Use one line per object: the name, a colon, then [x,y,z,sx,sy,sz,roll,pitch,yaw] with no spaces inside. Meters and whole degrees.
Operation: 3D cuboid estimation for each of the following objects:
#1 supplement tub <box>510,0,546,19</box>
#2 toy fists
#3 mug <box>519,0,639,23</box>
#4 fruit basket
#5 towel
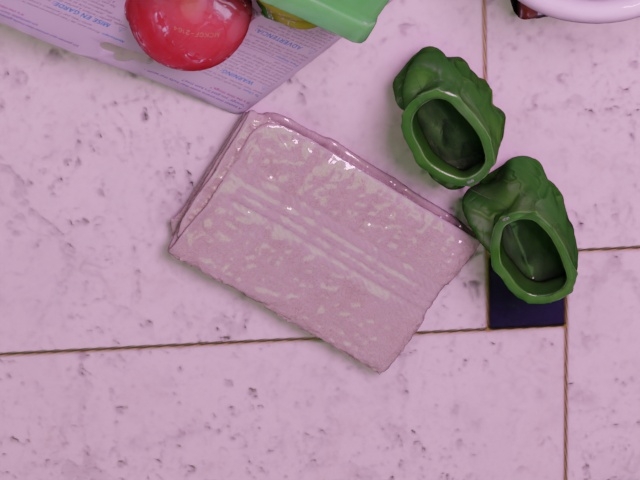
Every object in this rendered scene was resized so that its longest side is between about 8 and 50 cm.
supplement tub: [0.278,-0.279,1.735,0.198,0.106,0.106,-10,109,2]
toy fists: [0.165,-0.065,1.786,0.096,0.142,0.279,-30,107,23]
mug: [0.250,-0.381,1.601,0.328,0.276,0.374,2,97,6]
fruit basket: [-0.095,-0.253,1.626,0.327,0.165,0.353,19,149,-35]
towel: [0.000,0.000,1.849,0.282,0.049,0.187,31,106,-13]
